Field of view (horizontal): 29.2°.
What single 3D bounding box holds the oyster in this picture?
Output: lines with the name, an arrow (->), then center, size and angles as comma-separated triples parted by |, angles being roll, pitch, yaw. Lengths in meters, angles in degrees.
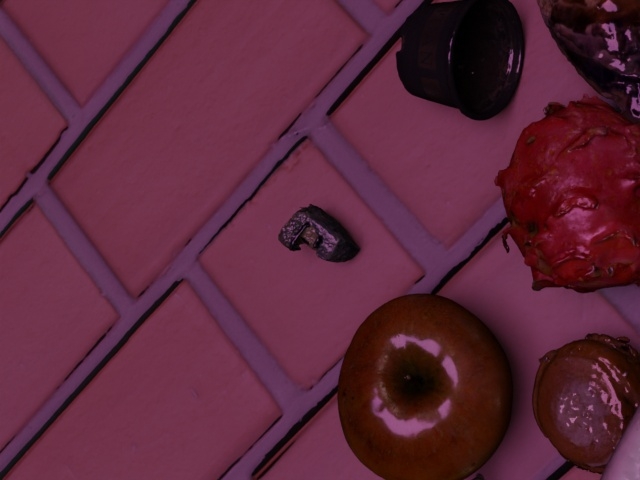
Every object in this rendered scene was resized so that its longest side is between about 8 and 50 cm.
oyster -> 0.369, -0.249, 1.394 | 0.271, 0.100, 0.275 | 1, 52, 14

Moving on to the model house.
model house -> 0.000, 0.000, 1.642 | 0.083, 0.079, 0.066 | 41, 109, 22

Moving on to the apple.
apple -> 0.127, 0.188, 1.512 | 0.237, 0.207, 0.237 | -3, 75, 13

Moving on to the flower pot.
flower pot -> 0.166, -0.231, 1.527 | 0.107, 0.157, 0.157 | 12, 94, 39

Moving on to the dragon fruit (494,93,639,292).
dragon fruit -> 0.306, -0.065, 1.417 | 0.205, 0.210, 0.268 | -5, 49, -2

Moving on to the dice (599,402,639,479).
dice -> 0.454, 0.242, 1.194 | 0.304, 0.277, 0.304 | 30, 101, 22

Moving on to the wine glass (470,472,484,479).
wine glass -> 0.265, 0.366, 1.445 | 0.232, 0.156, 0.156 | 15, 95, 30

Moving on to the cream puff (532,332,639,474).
cream puff -> 0.328, 0.188, 1.435 | 0.150, 0.115, 0.165 | 20, 107, 35
